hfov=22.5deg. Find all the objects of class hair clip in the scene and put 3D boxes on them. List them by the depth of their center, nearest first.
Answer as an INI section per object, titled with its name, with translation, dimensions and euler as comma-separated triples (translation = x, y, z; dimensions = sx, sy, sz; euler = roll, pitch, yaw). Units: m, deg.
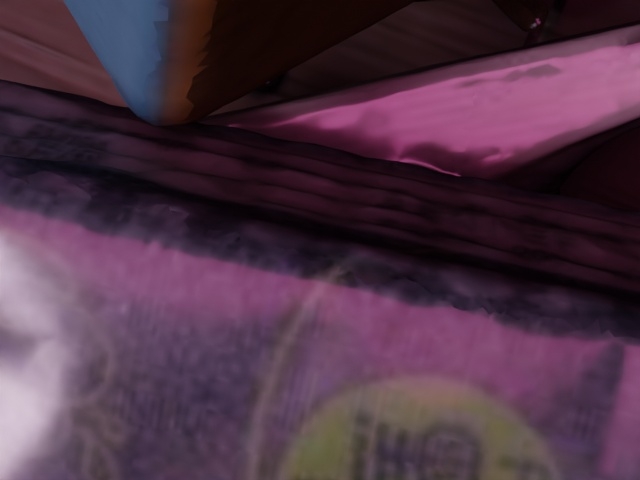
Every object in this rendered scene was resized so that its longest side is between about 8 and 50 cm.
[hair clip]
translation = 0.000, -0.001, 0.515
dimensions = 0.331, 0.085, 0.101
euler = -10, 102, 12

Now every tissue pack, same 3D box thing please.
[tissue pack]
translation = 0.042, 0.131, 0.440
dimensions = 0.394, 0.124, 0.288
euler = 12, 110, 5

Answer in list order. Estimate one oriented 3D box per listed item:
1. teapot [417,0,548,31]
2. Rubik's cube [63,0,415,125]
[teapot]
translation = 0.030, -0.111, 0.513
dimensions = 0.076, 0.068, 0.121
euler = -41, 83, 10
[Rubik's cube]
translation = 0.031, -0.281, 0.321
dimensions = 0.347, 0.344, 0.346
euler = -29, 85, -15
